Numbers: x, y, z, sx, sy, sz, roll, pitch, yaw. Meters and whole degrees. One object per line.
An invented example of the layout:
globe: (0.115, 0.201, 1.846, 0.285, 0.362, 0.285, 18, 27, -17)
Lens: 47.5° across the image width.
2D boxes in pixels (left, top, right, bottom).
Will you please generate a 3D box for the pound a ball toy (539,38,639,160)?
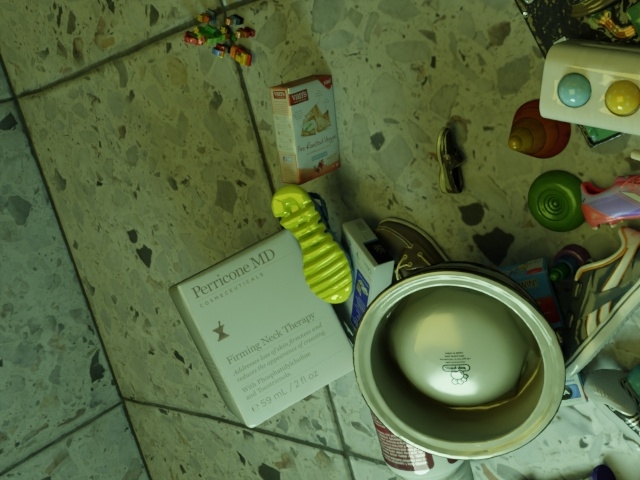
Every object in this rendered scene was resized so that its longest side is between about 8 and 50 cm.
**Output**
pound a ball toy: (0.518, -0.195, 1.167, 0.319, 0.135, 0.208, 21, 124, 36)

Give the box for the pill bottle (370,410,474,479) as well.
pill bottle: (0.241, 0.436, 1.782, 0.224, 0.224, 0.393, -4, 107, 45)

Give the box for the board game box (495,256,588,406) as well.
board game box: (0.374, 0.222, 1.553, 0.308, 0.086, 0.302, -16, 103, 22)

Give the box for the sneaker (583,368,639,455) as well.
sneaker: (0.659, 0.426, 1.436, 0.365, 0.137, 0.210, 34, 128, 22)

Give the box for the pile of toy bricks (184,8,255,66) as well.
pile of toy bricks: (-0.273, -0.526, 1.874, 0.212, 0.105, 0.118, 35, 131, 26)

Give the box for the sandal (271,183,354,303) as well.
sandal: (0.000, 0.000, 1.770, 0.126, 0.138, 0.318, -19, 99, 19)

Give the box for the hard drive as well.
hard drive: (0.499, -0.358, 1.247, 0.236, 0.064, 0.339, -28, 90, 48)

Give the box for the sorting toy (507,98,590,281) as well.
sorting toy: (0.431, -0.083, 1.407, 0.127, 0.126, 0.366, -7, 104, 45)

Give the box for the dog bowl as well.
dog bowl: (0.276, 0.223, 1.455, 0.407, 0.150, 0.408, 6, 110, 16)

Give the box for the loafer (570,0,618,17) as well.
loafer: (0.469, -0.407, 1.169, 0.148, 0.056, 0.050, -22, 94, 37)

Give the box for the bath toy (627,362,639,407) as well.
bath toy: (0.669, 0.166, 1.303, 0.151, 0.129, 0.349, 29, 128, 31)

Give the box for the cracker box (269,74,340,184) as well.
cracker box: (-0.033, -0.266, 1.738, 0.067, 0.155, 0.233, 12, 118, 40)

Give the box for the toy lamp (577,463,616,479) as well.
toy lamp: (0.546, 0.578, 1.671, 0.274, 0.080, 0.080, -35, 85, 47)

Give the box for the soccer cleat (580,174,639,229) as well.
soccer cleat: (0.581, -0.083, 1.299, 0.248, 0.083, 0.095, -15, 95, 49)

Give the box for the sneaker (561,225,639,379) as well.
sneaker: (0.535, 0.117, 1.394, 0.127, 0.126, 0.321, 42, 114, 23)

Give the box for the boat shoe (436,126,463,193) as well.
boat shoe: (0.283, -0.171, 1.562, 0.049, 0.056, 0.152, 12, 128, 34)

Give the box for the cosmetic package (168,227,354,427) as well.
cosmetic package: (-0.162, 0.222, 1.913, 0.394, 0.329, 0.327, 63, 164, -2)

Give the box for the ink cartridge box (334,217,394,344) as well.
ink cartridge box: (0.103, 0.122, 1.814, 0.165, 0.065, 0.333, 55, 152, 39)

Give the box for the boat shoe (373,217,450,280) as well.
boat shoe: (0.235, 0.072, 1.695, 0.324, 0.096, 0.117, 45, 135, 18)
